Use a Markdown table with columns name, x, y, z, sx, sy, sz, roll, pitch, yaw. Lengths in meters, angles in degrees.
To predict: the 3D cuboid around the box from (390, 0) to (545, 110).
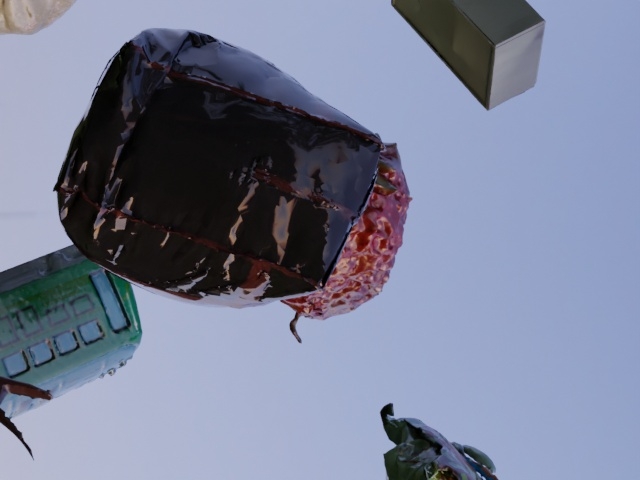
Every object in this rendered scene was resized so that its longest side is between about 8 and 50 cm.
| name | x | y | z | sx | sy | sz | roll | pitch | yaw |
| --- | --- | --- | --- | --- | --- | --- | --- | --- | --- |
| box | 0.188 | -0.297 | 1.637 | 0.225 | 0.086 | 0.129 | 54 | -16 | 28 |

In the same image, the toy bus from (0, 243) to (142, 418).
| name | x | y | z | sx | sy | sz | roll | pitch | yaw |
| --- | --- | --- | --- | --- | --- | --- | --- | --- | --- |
| toy bus | -0.429 | 0.141 | 1.795 | 0.199 | 0.343 | 0.183 | 63 | -32 | 6 |

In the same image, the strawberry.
| name | x | y | z | sx | sy | sz | roll | pitch | yaw |
| --- | --- | --- | --- | --- | --- | --- | --- | --- | --- |
| strawberry | -0.002 | 0.001 | 1.833 | 0.292 | 0.292 | 0.343 | -126 | -157 | -46 |

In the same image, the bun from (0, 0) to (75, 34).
| name | x | y | z | sx | sy | sz | roll | pitch | yaw |
| --- | --- | --- | --- | --- | --- | --- | --- | --- | --- |
| bun | -0.330 | -0.302 | 1.273 | 0.133 | 0.231 | 0.231 | -110 | -150 | -52 |

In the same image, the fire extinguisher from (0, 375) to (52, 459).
| name | x | y | z | sx | sy | sz | roll | pitch | yaw |
| --- | --- | --- | --- | --- | --- | --- | --- | --- | --- |
| fire extinguisher | -0.395 | 0.242 | 1.179 | 0.147 | 0.337 | 0.106 | 38 | -26 | 3 |

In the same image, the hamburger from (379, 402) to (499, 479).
| name | x | y | z | sx | sy | sz | roll | pitch | yaw |
| --- | --- | --- | --- | --- | --- | --- | --- | --- | --- |
| hamburger | 0.178 | 0.376 | 1.824 | 0.150 | 0.260 | 0.276 | -51 | -153 | 7 |

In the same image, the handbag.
| name | x | y | z | sx | sy | sz | roll | pitch | yaw |
| --- | --- | --- | --- | --- | --- | --- | --- | --- | --- |
| handbag | -0.065 | -0.038 | 0.759 | 0.155 | 0.169 | 0.215 | -66 | -169 | -4 |
